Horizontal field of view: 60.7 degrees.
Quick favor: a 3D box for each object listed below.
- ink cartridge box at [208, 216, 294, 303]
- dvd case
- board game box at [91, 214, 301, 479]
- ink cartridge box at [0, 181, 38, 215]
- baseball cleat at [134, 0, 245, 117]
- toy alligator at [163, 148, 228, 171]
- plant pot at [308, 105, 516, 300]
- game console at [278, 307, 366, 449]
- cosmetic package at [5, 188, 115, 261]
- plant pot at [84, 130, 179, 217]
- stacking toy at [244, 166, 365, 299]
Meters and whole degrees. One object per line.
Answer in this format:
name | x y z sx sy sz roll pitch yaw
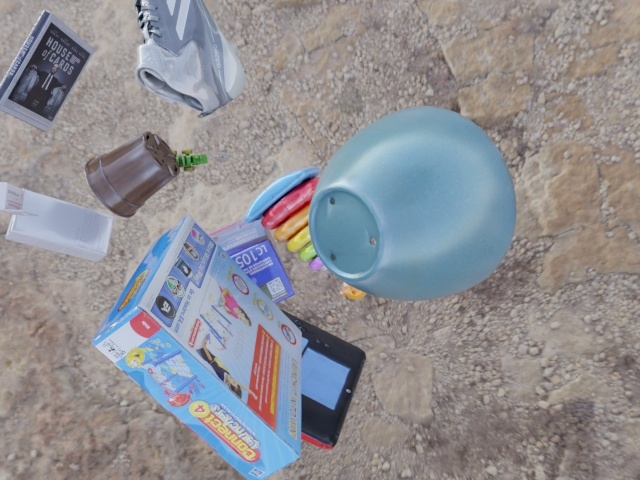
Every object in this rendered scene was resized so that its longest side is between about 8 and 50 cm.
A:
ink cartridge box | -0.219 0.082 1.273 0.269 0.395 0.151 -25 108 -4
dvd case | -0.635 -0.383 1.262 0.029 0.179 0.239 29 88 9
board game box | -0.154 0.146 0.826 0.086 0.308 0.302 -36 109 13
ink cartridge box | -0.727 -0.095 1.199 0.181 0.104 0.062 5 85 -10
baseball cleat | -0.156 -0.219 0.536 0.109 0.072 0.206 -47 108 -33
toy alligator | -0.331 -0.204 1.392 0.189 0.051 0.056 -6 106 -7
plant pot | 0.098 -0.034 0.777 0.195 0.290 0.290 -21 70 -43
game console | -0.072 0.329 1.408 0.341 0.386 0.060 21 117 8
cosmetic package | -0.661 -0.034 1.399 0.231 0.085 0.117 20 63 -33
plant pot | -0.441 -0.167 1.310 0.165 0.167 0.167 -30 75 13
stacking toy | 0.000 0.000 1.167 0.175 0.166 0.302 -38 89 16
